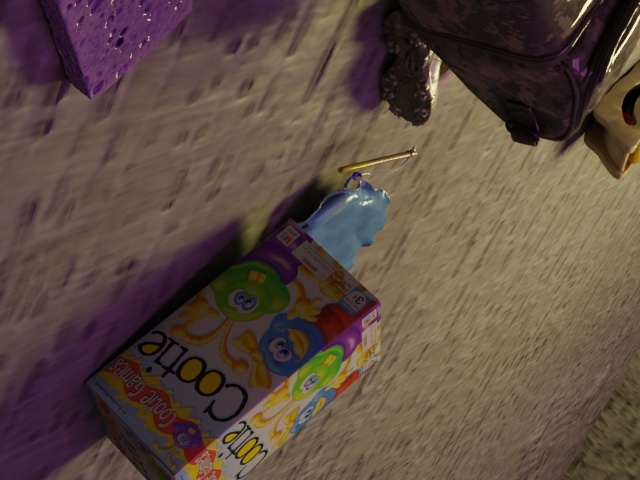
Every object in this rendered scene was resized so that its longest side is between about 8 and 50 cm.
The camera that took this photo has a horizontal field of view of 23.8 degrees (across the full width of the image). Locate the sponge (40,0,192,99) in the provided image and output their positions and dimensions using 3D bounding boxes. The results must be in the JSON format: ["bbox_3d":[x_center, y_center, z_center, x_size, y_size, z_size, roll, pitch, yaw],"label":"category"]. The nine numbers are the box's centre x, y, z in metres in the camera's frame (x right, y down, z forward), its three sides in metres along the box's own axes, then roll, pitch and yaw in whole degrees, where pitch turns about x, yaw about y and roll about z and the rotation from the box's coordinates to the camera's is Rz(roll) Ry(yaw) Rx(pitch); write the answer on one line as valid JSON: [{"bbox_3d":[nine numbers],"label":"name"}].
[{"bbox_3d":[-0.154,-0.201,1.099,0.117,0.031,0.210,-46,158,-19],"label":"sponge"}]

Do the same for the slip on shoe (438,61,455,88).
[{"bbox_3d":[0.147,-0.218,1.696,0.135,0.051,0.041,-43,118,-6],"label":"slip on shoe"}]

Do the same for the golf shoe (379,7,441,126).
[{"bbox_3d":[0.112,-0.195,1.623,0.086,0.069,0.176,-49,160,-28],"label":"golf shoe"}]

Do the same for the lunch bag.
[{"bbox_3d":[0.231,-0.273,1.440,0.305,0.212,0.256,-58,144,-16],"label":"lunch bag"}]

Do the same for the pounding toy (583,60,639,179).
[{"bbox_3d":[0.532,-0.179,2.401,0.269,0.154,0.155,-40,155,-30],"label":"pounding toy"}]

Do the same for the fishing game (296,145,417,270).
[{"bbox_3d":[0.000,0.000,1.726,0.189,0.041,0.264,-19,146,-44],"label":"fishing game"}]

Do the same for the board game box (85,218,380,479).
[{"bbox_3d":[-0.083,0.135,1.575,0.275,0.142,0.144,-39,155,-18],"label":"board game box"}]
